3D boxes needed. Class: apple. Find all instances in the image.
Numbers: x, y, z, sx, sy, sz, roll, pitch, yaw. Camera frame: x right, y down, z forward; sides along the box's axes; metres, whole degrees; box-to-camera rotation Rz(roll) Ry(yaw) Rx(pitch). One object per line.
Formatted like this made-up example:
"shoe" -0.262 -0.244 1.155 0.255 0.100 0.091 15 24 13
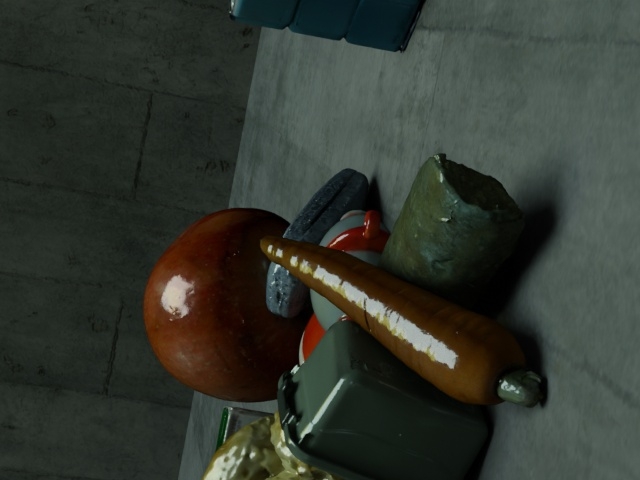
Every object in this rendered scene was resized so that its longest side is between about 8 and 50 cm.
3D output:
"apple" -0.101 0.086 1.743 0.272 0.206 0.251 -14 -94 -57

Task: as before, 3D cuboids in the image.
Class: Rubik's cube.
"Rubik's cube" 0.022 -0.396 1.652 0.231 0.224 0.221 114 161 -50

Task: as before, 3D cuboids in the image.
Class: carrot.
"carrot" 0.058 0.055 1.122 0.336 0.069 0.069 31 115 44

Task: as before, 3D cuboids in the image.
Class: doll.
"doll" 0.036 0.078 1.521 0.336 0.105 0.200 100 175 -50

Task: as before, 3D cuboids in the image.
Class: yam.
"yam" 0.105 0.010 1.157 0.259 0.106 0.106 113 163 -54

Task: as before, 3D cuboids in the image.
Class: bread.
"bread" -0.036 0.263 1.378 0.244 0.134 0.244 -29 36 24

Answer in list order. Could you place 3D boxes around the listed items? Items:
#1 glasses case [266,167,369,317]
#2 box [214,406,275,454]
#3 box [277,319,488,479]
"glasses case" 0.000 0.000 1.655 0.282 0.067 0.109 -55 -18 -60
"box" -0.074 0.323 1.772 0.081 0.135 0.199 163 117 -80
"box" 0.058 0.143 1.150 0.093 0.172 0.124 -59 19 22
